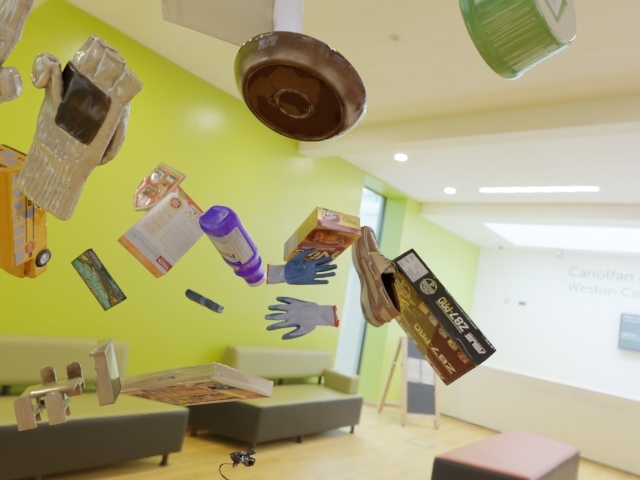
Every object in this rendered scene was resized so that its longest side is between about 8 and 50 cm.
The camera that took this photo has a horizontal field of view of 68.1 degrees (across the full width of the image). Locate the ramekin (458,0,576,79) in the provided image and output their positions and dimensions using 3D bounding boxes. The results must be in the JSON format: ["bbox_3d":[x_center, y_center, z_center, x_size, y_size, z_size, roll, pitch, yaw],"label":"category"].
[{"bbox_3d":[0.468,-0.551,1.109,0.303,0.304,0.148,16,-21,-38],"label":"ramekin"}]

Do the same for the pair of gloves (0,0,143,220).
[{"bbox_3d":[-0.314,-0.165,0.497,0.240,0.204,0.042,44,16,1],"label":"pair of gloves"}]

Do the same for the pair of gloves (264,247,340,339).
[{"bbox_3d":[-0.040,0.109,1.000,0.159,0.198,0.023,-4,-26,5],"label":"pair of gloves"}]

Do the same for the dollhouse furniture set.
[{"bbox_3d":[-0.715,0.391,1.348,0.242,0.161,0.212,-8,10,-12],"label":"dollhouse furniture set"}]

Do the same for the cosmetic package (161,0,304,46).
[{"bbox_3d":[-0.237,-0.656,1.251,0.385,0.156,0.217,26,-45,17],"label":"cosmetic package"}]

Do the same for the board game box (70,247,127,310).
[{"bbox_3d":[-0.679,0.122,1.449,0.126,0.186,0.026,-25,11,41],"label":"board game box"}]

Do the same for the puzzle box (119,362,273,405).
[{"bbox_3d":[-0.389,0.456,1.473,0.408,0.052,0.272,-15,-32,28],"label":"puzzle box"}]

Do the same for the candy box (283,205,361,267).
[{"bbox_3d":[0.000,0.000,1.071,0.109,0.053,0.186,13,-30,-22],"label":"candy box"}]

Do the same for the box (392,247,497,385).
[{"bbox_3d":[0.356,0.255,1.538,0.097,0.395,0.318,-31,-21,-15],"label":"box"}]

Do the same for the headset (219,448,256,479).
[{"bbox_3d":[-0.157,0.717,1.153,0.243,0.394,0.185,-21,-27,0],"label":"headset"}]

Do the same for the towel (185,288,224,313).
[{"bbox_3d":[-0.354,0.186,1.442,0.119,0.029,0.067,24,-15,14],"label":"towel"}]

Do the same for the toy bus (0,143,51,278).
[{"bbox_3d":[-0.726,-0.051,1.116,0.108,0.333,0.130,23,30,7],"label":"toy bus"}]

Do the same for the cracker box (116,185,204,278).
[{"bbox_3d":[-0.442,-0.027,1.369,0.067,0.232,0.156,-20,-63,47],"label":"cracker box"}]

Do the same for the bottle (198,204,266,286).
[{"bbox_3d":[-0.241,0.026,1.374,0.118,0.092,0.283,20,-32,37],"label":"bottle"}]

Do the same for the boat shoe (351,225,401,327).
[{"bbox_3d":[0.181,0.098,1.448,0.116,0.324,0.123,-25,-27,32],"label":"boat shoe"}]

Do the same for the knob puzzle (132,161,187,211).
[{"bbox_3d":[-0.567,-0.178,1.600,0.213,0.213,0.030,6,-29,31],"label":"knob puzzle"}]

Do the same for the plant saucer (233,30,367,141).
[{"bbox_3d":[-0.053,-0.317,1.054,0.310,0.050,0.311,15,-27,8],"label":"plant saucer"}]
